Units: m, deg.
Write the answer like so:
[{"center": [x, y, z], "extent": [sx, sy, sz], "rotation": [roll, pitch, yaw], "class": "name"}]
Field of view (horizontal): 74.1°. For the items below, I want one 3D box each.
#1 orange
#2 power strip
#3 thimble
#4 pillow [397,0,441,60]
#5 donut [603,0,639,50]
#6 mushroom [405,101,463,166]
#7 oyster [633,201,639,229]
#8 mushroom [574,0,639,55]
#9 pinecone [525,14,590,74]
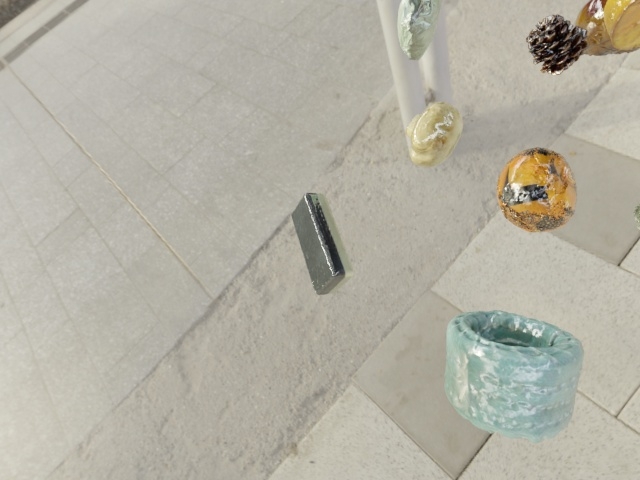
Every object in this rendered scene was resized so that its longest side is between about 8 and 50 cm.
[{"center": [0.596, -0.136, 1.164], "extent": [0.182, 0.234, 0.235], "rotation": [-35, 38, 52], "class": "orange"}, {"center": [0.000, 0.000, 1.062], "extent": [0.105, 0.070, 0.257], "rotation": [-49, 52, 45], "class": "power strip"}, {"center": [0.308, 0.209, 0.702], "extent": [0.198, 0.235, 0.143], "rotation": [3, 100, 7], "class": "thimble"}, {"center": [0.353, -0.823, 1.491], "extent": [0.138, 0.310, 0.284], "rotation": [14, 98, 13], "class": "pillow"}, {"center": [0.515, -0.373, 0.657], "extent": [0.151, 0.152, 0.058], "rotation": [-20, 69, 8], "class": "donut"}, {"center": [0.246, -0.231, 0.927], "extent": [0.112, 0.148, 0.148], "rotation": [34, 74, 8], "class": "mushroom"}, {"center": [0.479, -0.047, 0.549], "extent": [0.064, 0.125, 0.177], "rotation": [42, 70, 5], "class": "oyster"}, {"center": [0.776, -0.559, 1.074], "extent": [0.253, 0.253, 0.154], "rotation": [1, 100, 22], "class": "mushroom"}, {"center": [0.347, -0.290, 0.627], "extent": [0.077, 0.083, 0.077], "rotation": [-36, 44, 45], "class": "pinecone"}]
